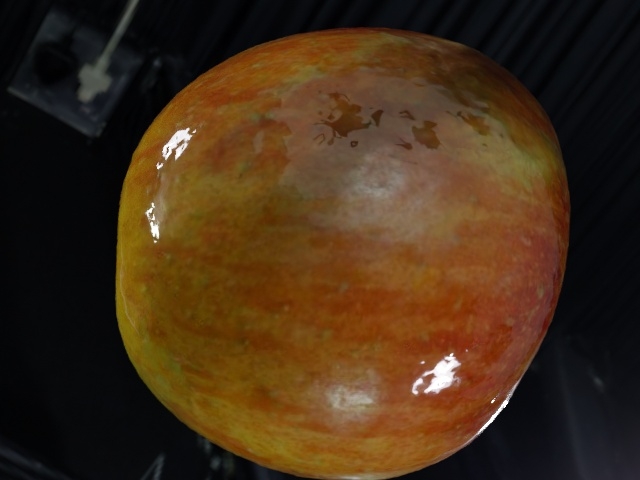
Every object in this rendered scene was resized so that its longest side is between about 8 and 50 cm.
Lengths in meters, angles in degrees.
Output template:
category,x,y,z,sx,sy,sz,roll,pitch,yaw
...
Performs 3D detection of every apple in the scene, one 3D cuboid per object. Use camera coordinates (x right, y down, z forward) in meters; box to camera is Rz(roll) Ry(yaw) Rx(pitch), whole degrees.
category,x,y,z,sx,sy,sz,roll,pitch,yaw
apple,0.000,0.000,0.762,0.301,0.301,0.301,27,-150,-17
